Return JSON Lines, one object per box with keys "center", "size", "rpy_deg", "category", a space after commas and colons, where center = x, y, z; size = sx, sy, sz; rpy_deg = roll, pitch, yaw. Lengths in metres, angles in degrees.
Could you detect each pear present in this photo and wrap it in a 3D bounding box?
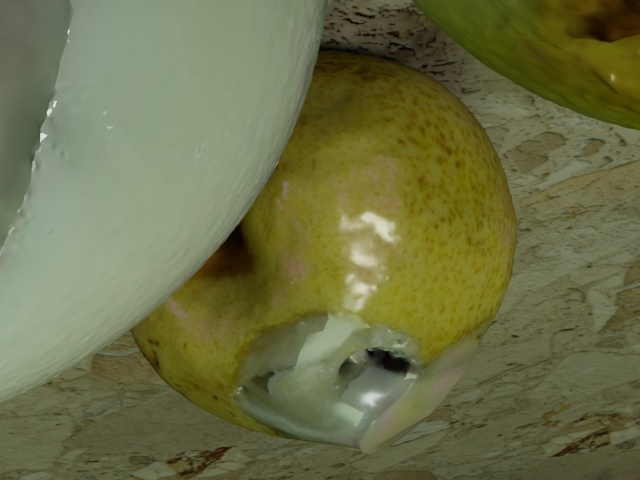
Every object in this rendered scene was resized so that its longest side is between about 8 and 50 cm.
{"center": [0.000, 0.000, 1.087], "size": [0.271, 0.271, 0.271], "rpy_deg": [-8, 157, -4], "category": "pear"}

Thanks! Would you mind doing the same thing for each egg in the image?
{"center": [-0.153, -0.117, 0.621], "size": [0.354, 0.354, 0.340], "rpy_deg": [-20, -179, 24], "category": "egg"}

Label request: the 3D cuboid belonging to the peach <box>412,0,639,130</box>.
{"center": [0.133, -0.191, 0.553], "size": [0.314, 0.316, 0.281], "rpy_deg": [8, 152, -34], "category": "peach"}
